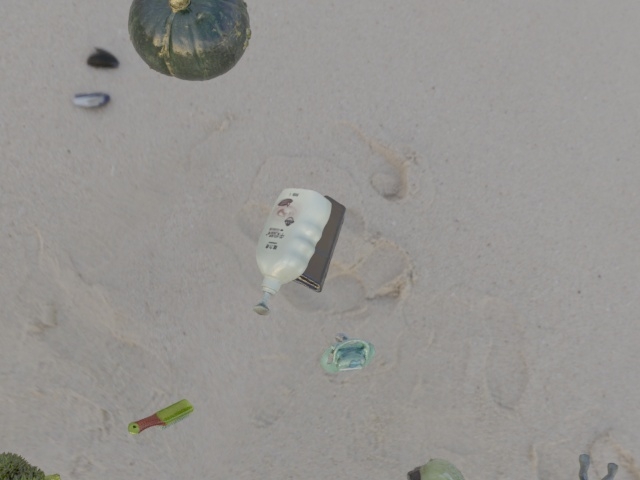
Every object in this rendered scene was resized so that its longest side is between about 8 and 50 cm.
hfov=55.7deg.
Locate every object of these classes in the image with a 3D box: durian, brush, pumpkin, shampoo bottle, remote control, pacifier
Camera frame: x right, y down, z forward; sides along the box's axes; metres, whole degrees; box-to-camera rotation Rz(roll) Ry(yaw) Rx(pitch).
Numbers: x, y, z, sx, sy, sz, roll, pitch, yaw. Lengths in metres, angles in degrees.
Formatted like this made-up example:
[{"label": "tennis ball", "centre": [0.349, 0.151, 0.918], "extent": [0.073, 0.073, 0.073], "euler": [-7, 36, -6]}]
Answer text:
[{"label": "durian", "centre": [-0.576, 0.464, 1.085], "extent": [0.198, 0.146, 0.159], "euler": [1, 45, 34]}, {"label": "brush", "centre": [-0.173, 0.193, 0.647], "extent": [0.019, 0.021, 0.083], "euler": [39, 25, 24]}, {"label": "pumpkin", "centre": [-0.205, -0.342, 0.956], "extent": [0.190, 0.146, 0.190], "euler": [4, 76, -17]}, {"label": "shampoo bottle", "centre": [-0.043, 0.015, 0.700], "extent": [0.077, 0.045, 0.152], "euler": [10, 72, 40]}, {"label": "remote control", "centre": [0.000, 0.000, 1.037], "extent": [0.063, 0.025, 0.245], "euler": [29, 35, -7]}, {"label": "pacifier", "centre": [0.067, 0.283, 1.590], "extent": [0.150, 0.127, 0.116], "euler": [-7, 39, -12]}]

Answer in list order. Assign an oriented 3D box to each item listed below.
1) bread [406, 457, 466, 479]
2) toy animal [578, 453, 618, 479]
[{"label": "bread", "centre": [0.135, 0.309, 0.571], "extent": [0.056, 0.286, 0.207], "euler": [-15, 52, 7]}, {"label": "toy animal", "centre": [0.305, 0.286, 0.653], "extent": [0.155, 0.219, 0.095], "euler": [-11, 100, -50]}]
